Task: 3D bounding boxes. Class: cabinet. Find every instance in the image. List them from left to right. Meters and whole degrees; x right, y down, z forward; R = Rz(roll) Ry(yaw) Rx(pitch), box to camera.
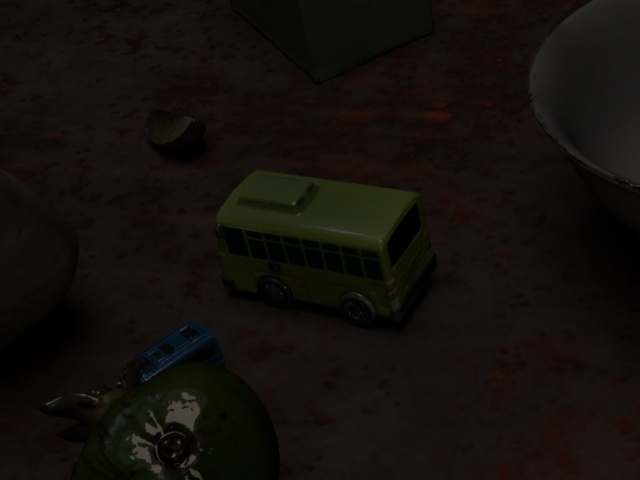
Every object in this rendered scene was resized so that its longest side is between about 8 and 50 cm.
[{"bbox_3d":[-0.002,-0.293,1.663,0.150,0.145,0.206,-26,40,-16],"label":"cabinet"}]

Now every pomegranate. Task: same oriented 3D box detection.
[{"bbox_3d":[-0.120,0.149,1.150,0.152,0.131,0.191,-30,35,-17],"label":"pomegranate"}]

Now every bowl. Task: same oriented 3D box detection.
[{"bbox_3d":[0.345,-0.079,1.287,0.345,0.157,0.345,-7,38,6],"label":"bowl"}]

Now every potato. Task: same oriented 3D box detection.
[{"bbox_3d":[-0.140,-0.104,1.557,0.093,0.036,0.037,18,81,57],"label":"potato"}]

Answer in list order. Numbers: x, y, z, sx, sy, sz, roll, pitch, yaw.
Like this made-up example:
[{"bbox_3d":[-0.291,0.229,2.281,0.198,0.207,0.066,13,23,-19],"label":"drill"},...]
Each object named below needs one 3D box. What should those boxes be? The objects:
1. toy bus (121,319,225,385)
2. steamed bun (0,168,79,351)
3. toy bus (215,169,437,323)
[{"bbox_3d":[-0.120,0.103,1.274,0.083,0.046,0.038,-34,43,-27],"label":"toy bus"},{"bbox_3d":[-0.410,-0.007,1.343,0.383,0.247,0.236,25,72,34],"label":"steamed bun"},{"bbox_3d":[0.000,0.000,1.327,0.175,0.101,0.088,10,43,28],"label":"toy bus"}]
